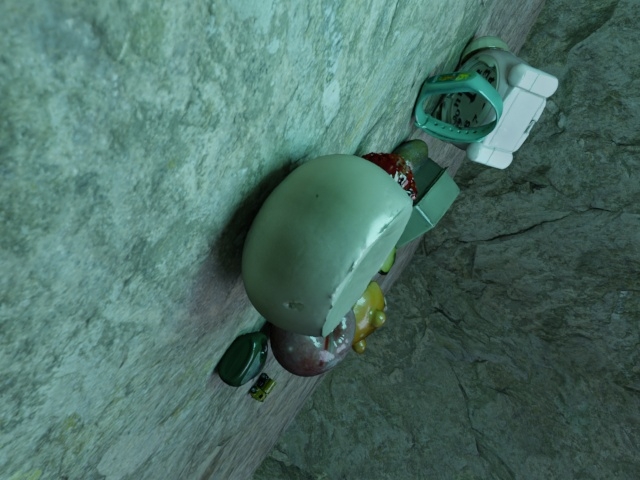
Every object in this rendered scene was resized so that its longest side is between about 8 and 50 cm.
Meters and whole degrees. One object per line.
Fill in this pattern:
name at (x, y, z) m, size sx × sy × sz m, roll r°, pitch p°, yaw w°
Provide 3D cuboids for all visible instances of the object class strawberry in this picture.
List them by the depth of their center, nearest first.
strawberry at (0.138, -0.121, 1.040) m, size 0.184 × 0.186 × 0.201 m, roll -27°, pitch -163°, yaw 26°

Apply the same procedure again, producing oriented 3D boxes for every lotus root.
lotus root at (0.251, -0.230, 1.314) m, size 0.192 × 0.088 × 0.113 m, roll -42°, pitch 156°, yaw -40°

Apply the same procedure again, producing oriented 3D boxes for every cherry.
cherry at (-0.022, 0.232, 1.158) m, size 0.236 × 0.212 × 0.285 m, roll -27°, pitch 176°, yaw -26°

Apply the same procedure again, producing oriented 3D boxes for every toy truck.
toy truck at (-0.183, 0.467, 1.408) m, size 0.083 × 0.054 × 0.049 m, roll -51°, pitch 164°, yaw -20°

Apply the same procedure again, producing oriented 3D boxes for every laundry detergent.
laundry detergent at (-0.170, 0.287, 1.082) m, size 0.137 × 0.063 × 0.211 m, roll -61°, pitch 166°, yaw -11°

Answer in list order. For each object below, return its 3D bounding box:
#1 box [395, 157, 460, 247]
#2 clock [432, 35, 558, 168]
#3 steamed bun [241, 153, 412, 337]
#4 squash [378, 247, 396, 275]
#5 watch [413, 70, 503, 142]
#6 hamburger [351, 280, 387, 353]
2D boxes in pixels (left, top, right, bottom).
box at (0.303, -0.126, 1.446) m, size 0.290 × 0.166 × 0.221 m, roll -45°, pitch -175°, yaw -41°
clock at (0.496, -0.419, 1.350) m, size 0.184 × 0.325 × 0.342 m, roll 12°, pitch 121°, yaw -28°
steamed bun at (0.000, 0.000, 0.768) m, size 0.324 × 0.206 × 0.324 m, roll -50°, pitch 165°, yaw -19°
squash at (0.219, -0.012, 1.537) m, size 0.237 × 0.155 × 0.204 m, roll -41°, pitch 160°, yaw -42°
watch at (0.361, -0.354, 1.196) m, size 0.068 × 0.237 × 0.195 m, roll -58°, pitch 138°, yaw -31°
hamburger at (0.097, 0.222, 1.459) m, size 0.276 × 0.237 × 0.276 m, roll -51°, pitch 166°, yaw -18°
